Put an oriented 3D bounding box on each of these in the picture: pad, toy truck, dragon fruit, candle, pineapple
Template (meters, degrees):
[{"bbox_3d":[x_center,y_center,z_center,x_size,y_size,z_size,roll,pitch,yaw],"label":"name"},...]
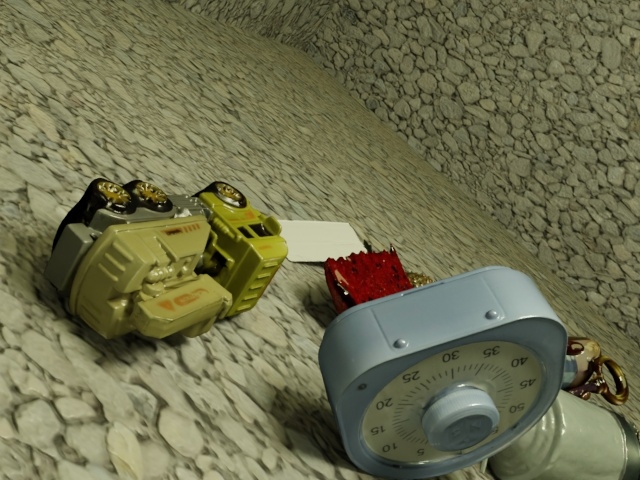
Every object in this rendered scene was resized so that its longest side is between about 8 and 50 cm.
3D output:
[{"bbox_3d":[0.000,0.000,1.624,0.232,0.004,0.156,1,38,-30],"label":"pad"},{"bbox_3d":[-0.219,0.033,1.077,0.254,0.180,0.405,43,23,19],"label":"toy truck"},{"bbox_3d":[0.123,0.154,1.466,0.344,0.100,0.282,-2,58,-58],"label":"dragon fruit"},{"bbox_3d":[0.463,0.401,1.352,0.343,0.221,0.221,28,24,-24],"label":"candle"},{"bbox_3d":[0.179,0.098,1.668,0.251,0.125,0.125,34,21,2],"label":"pineapple"}]

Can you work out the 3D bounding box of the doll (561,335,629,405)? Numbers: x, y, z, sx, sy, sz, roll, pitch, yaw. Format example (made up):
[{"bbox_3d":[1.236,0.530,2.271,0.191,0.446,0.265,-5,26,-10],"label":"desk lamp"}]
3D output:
[{"bbox_3d":[0.610,0.319,1.755,0.340,0.209,0.317,14,35,-50],"label":"doll"}]

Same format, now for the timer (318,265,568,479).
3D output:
[{"bbox_3d":[0.201,0.244,1.087,0.395,0.395,0.173,24,25,-32],"label":"timer"}]
